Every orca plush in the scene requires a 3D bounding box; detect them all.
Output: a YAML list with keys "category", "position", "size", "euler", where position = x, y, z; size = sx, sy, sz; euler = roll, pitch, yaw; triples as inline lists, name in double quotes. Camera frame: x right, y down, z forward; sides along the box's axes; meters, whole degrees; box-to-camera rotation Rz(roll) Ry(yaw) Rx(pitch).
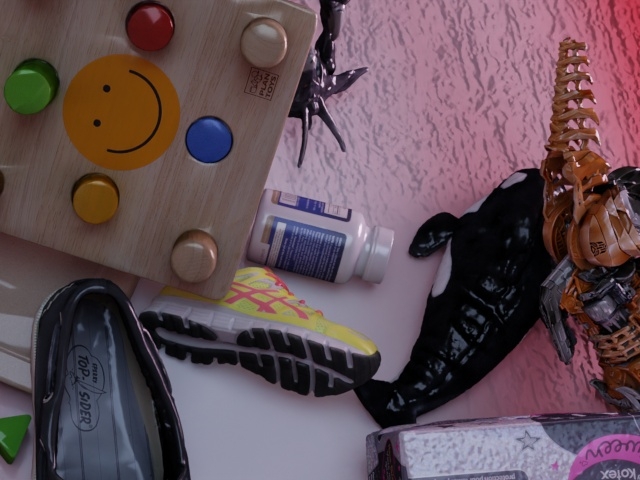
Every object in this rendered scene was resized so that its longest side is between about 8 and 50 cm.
- category: "orca plush"
  position: [0.133, 0.035, 1.610]
  size: [0.287, 0.102, 0.151]
  euler: [-39, 78, -21]

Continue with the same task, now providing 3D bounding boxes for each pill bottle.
- category: "pill bottle"
  position: [0.000, 0.000, 1.623]
  size: [0.120, 0.067, 0.067]
  euler: [14, 65, -3]

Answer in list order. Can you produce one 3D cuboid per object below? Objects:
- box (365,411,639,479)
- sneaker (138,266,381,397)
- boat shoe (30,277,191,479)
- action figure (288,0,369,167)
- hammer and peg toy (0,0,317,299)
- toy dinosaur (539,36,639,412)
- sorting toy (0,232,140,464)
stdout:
- category: "box"
  position: [0.173, 0.221, 1.493]
  size: [0.247, 0.142, 0.163]
  euler: [-3, 84, -11]
- category: "sneaker"
  position: [-0.043, 0.062, 1.570]
  size: [0.209, 0.081, 0.094]
  euler: [16, 52, 14]
- category: "boat shoe"
  position: [-0.161, 0.189, 1.473]
  size: [0.127, 0.113, 0.340]
  euler: [1, 75, -19]
- category: "action figure"
  position: [-0.056, -0.205, 1.666]
  size: [0.164, 0.141, 0.275]
  euler: [-24, 69, -20]
- category: "hammer and peg toy"
  position: [-0.134, -0.153, 1.494]
  size: [0.266, 0.127, 0.361]
  euler: [19, 99, -4]
- category: "toy dinosaur"
  position: [0.269, -0.009, 1.587]
  size: [0.218, 0.322, 0.164]
  euler: [-25, 36, -23]
- category: "sorting toy"
  position: [-0.260, 0.031, 1.580]
  size: [0.196, 0.047, 0.347]
  euler: [25, 68, -6]
